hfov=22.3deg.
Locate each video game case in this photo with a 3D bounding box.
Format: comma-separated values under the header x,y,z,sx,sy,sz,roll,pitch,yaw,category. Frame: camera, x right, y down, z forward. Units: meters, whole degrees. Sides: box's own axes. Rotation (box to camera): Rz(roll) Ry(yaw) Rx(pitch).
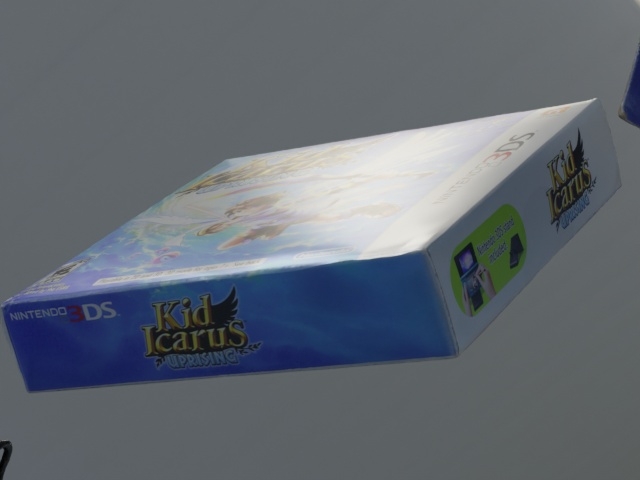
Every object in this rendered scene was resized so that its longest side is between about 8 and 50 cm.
x,y,z,sx,sy,sz,roll,pitch,yaw,category
0.000,0.000,0.903,0.269,0.061,0.244,-7,16,32,video game case

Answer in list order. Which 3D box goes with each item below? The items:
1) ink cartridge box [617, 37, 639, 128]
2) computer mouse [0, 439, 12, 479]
x,y,z,sx,sy,sz,roll,pitch,yaw,category
0.271,-0.137,0.898,0.223,0.224,0.045,21,-12,-36,ink cartridge box
-0.124,0.175,0.629,0.042,0.193,0.106,-9,-41,-16,computer mouse
